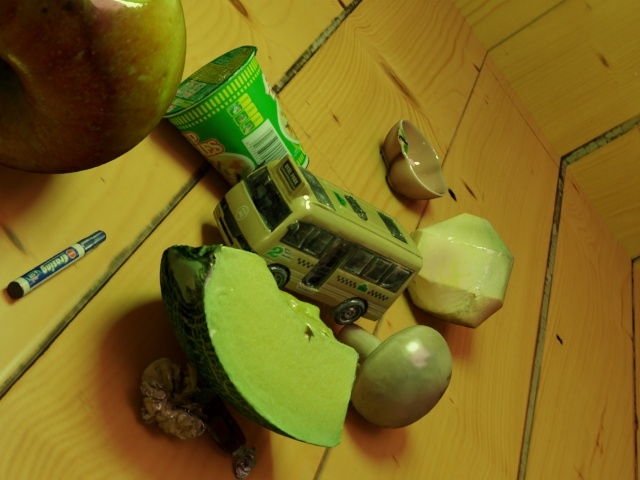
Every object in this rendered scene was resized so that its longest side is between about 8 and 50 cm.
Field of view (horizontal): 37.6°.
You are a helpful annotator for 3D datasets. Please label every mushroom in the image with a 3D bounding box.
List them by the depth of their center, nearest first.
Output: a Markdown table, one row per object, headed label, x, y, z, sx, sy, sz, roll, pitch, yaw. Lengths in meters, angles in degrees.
| label | x | y | z | sx | sy | sz | roll | pitch | yaw |
| --- | --- | --- | --- | --- | --- | --- | --- | --- | --- |
| mushroom | 0.124 | 0.228 | 1.715 | 0.215 | 0.207 | 0.207 | 36 | 18 | 28 |

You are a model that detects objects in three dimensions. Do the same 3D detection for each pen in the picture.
| label | x | y | z | sx | sy | sz | roll | pitch | yaw |
| --- | --- | --- | --- | --- | --- | --- | --- | --- | --- |
| pen | -0.357 | 0.028 | 1.293 | 0.025 | 0.025 | 0.204 | 56 | 30 | -7 |

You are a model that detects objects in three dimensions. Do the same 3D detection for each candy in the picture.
| label | x | y | z | sx | sy | sz | roll | pitch | yaw |
| --- | --- | --- | --- | --- | --- | --- | --- | --- | --- |
| candy | -0.148 | 0.271 | 1.382 | 0.175 | 0.045 | 0.043 | 57 | -4 | -2 |

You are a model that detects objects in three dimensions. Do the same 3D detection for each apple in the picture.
| label | x | y | z | sx | sy | sz | roll | pitch | yaw |
| --- | --- | --- | --- | --- | --- | --- | --- | --- | --- |
| apple | -0.354 | -0.287 | 1.243 | 0.384 | 0.374 | 0.374 | 64 | 25 | -27 |

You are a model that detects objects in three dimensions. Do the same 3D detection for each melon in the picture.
| label | x | y | z | sx | sy | sz | roll | pitch | yaw |
| --- | --- | --- | --- | --- | --- | --- | --- | --- | --- |
| melon | -0.106 | 0.121 | 1.365 | 0.343 | 0.226 | 0.331 | 30 | 28 | -41 |

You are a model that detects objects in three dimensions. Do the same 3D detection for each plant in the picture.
| label | x | y | z | sx | sy | sz | roll | pitch | yaw |
| --- | --- | --- | --- | --- | --- | --- | --- | --- | --- |
| plant | -0.188 | 0.208 | 1.298 | 0.116 | 0.122 | 0.104 | 36 | 36 | -18 |

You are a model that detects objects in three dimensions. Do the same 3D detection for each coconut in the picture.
| label | x | y | z | sx | sy | sz | roll | pitch | yaw |
| --- | --- | --- | --- | --- | --- | --- | --- | --- | --- |
| coconut | 0.308 | 0.059 | 2.088 | 0.259 | 0.259 | 0.259 | 37 | 36 | -34 |

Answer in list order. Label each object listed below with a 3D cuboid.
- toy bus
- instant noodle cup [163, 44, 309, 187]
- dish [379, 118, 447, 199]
| label | x | y | z | sx | sy | sz | roll | pitch | yaw |
| --- | --- | --- | --- | --- | --- | --- | --- | --- | --- |
| toy bus | 0.000 | 0.000 | 1.648 | 0.365 | 0.202 | 0.177 | 24 | 26 | -44 |
| instant noodle cup | -0.136 | -0.197 | 1.675 | 0.233 | 0.207 | 0.207 | 54 | 29 | -23 |
| dish | 0.214 | -0.183 | 2.294 | 0.213 | 0.090 | 0.213 | 40 | 35 | -35 |
